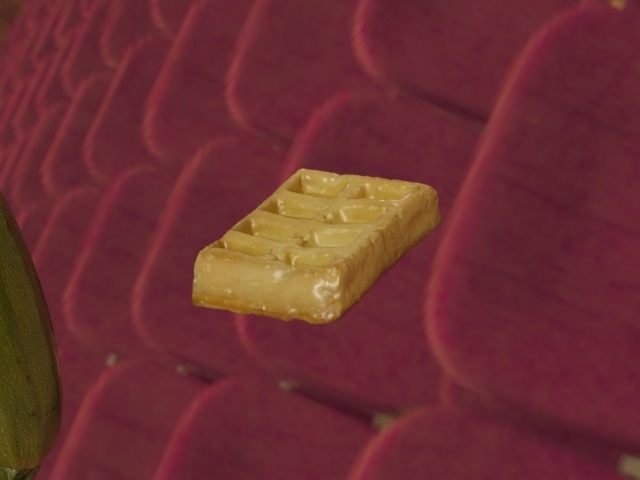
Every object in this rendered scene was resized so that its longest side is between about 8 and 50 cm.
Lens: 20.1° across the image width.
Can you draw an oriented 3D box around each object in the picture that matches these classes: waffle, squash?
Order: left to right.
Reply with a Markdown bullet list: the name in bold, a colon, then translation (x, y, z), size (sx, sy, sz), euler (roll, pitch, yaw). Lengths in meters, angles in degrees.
- **squash**: translation (-0.190, 0.057, 1.058), size (0.066, 0.066, 0.252), euler (-79, -15, -51)
- **waffle**: translation (0.000, 0.000, 1.843), size (0.274, 0.168, 0.057), euler (-41, -48, -54)
